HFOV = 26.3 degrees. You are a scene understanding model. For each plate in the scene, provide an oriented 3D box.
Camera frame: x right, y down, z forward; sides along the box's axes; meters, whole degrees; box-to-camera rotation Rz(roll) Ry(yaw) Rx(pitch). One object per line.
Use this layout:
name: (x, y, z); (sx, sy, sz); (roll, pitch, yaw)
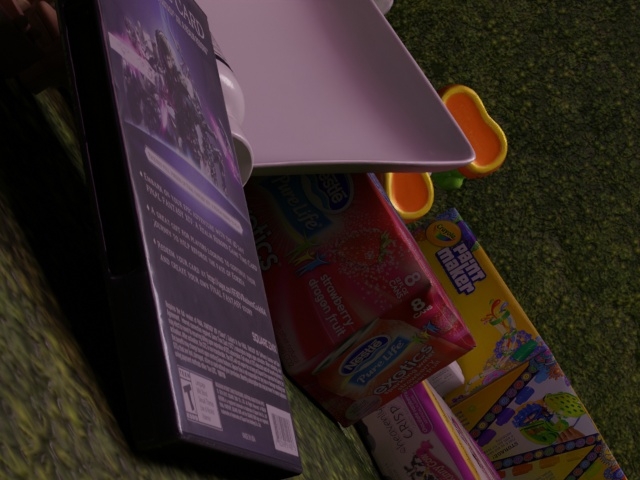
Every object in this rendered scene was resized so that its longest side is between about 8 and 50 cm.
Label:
plate: (-0.057, -0.136, 1.041); (0.278, 0.277, 0.045); (61, -38, 36)

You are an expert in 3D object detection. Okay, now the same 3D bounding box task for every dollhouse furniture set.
dollhouse furniture set: (-0.141, -0.168, 0.760); (0.144, 0.123, 0.151); (59, 5, 18)

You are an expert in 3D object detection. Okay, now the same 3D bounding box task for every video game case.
video game case: (-0.070, -0.024, 0.672); (0.196, 0.026, 0.274); (44, 31, -70)

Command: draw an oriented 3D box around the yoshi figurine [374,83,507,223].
yoshi figurine: (0.062, -0.058, 1.547); (0.204, 0.203, 0.362); (21, -9, -22)

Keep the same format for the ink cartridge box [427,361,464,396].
ink cartridge box: (0.036, 0.058, 1.278); (0.160, 0.093, 0.219); (61, 6, 34)

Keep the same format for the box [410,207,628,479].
box: (0.176, 0.170, 1.503); (0.279, 0.177, 0.290); (56, 5, -34)

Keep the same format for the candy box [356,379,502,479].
candy box: (0.120, 0.224, 1.198); (0.233, 0.071, 0.159); (51, 9, -51)

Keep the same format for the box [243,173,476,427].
box: (0.000, 0.000, 1.088); (0.257, 0.128, 0.122); (62, 6, 36)

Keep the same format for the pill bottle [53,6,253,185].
pill bottle: (-0.103, -0.097, 0.862); (0.094, 0.094, 0.169); (52, 8, -52)

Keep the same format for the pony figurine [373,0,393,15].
pony figurine: (-0.042, -0.270, 1.861); (0.363, 0.303, 0.351); (43, -11, 24)
